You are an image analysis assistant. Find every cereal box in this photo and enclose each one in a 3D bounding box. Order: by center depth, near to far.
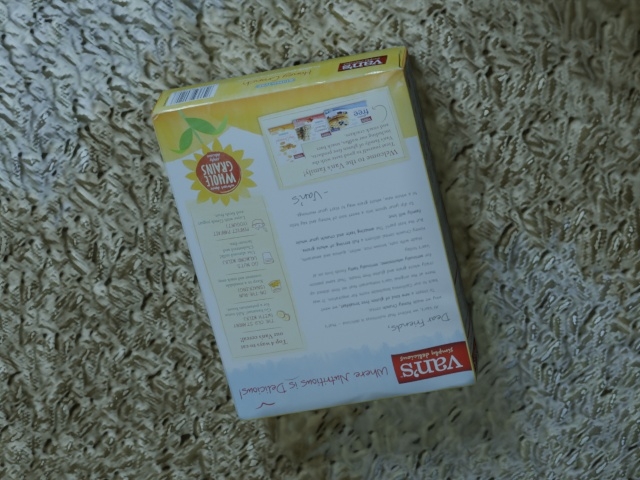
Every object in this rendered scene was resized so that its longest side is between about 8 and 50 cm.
[{"bbox_3d":[0.000,0.000,1.331,0.173,0.047,0.240,-9,115,11],"label":"cereal box"}]
